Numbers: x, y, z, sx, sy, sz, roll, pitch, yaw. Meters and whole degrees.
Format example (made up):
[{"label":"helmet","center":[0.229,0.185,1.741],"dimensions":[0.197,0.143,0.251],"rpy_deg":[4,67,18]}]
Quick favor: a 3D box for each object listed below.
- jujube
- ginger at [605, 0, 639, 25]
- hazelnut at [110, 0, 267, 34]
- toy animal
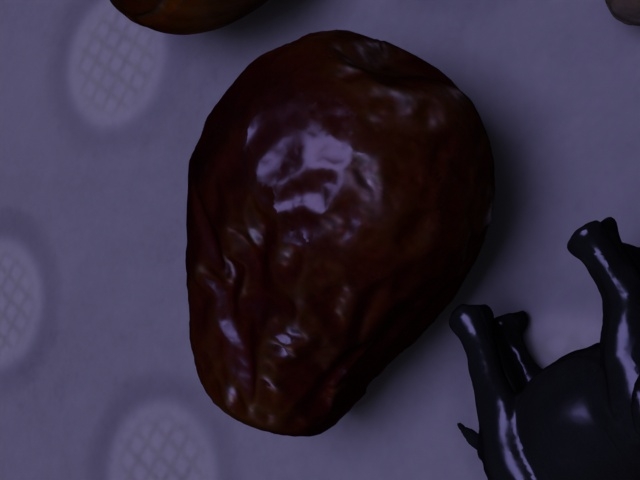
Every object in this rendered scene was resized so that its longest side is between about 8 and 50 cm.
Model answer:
[{"label":"jujube","center":[0.000,0.000,0.763],"dimensions":[0.190,0.190,0.255],"rpy_deg":[32,111,34]},{"label":"ginger","center":[0.174,-0.201,0.719],"dimensions":[0.190,0.069,0.095],"rpy_deg":[55,137,26]},{"label":"hazelnut","center":[-0.092,-0.225,0.866],"dimensions":[0.182,0.182,0.182],"rpy_deg":[-5,82,36]},{"label":"toy animal","center":[0.175,0.069,0.674],"dimensions":[0.245,0.115,0.146],"rpy_deg":[-47,51,48]}]
